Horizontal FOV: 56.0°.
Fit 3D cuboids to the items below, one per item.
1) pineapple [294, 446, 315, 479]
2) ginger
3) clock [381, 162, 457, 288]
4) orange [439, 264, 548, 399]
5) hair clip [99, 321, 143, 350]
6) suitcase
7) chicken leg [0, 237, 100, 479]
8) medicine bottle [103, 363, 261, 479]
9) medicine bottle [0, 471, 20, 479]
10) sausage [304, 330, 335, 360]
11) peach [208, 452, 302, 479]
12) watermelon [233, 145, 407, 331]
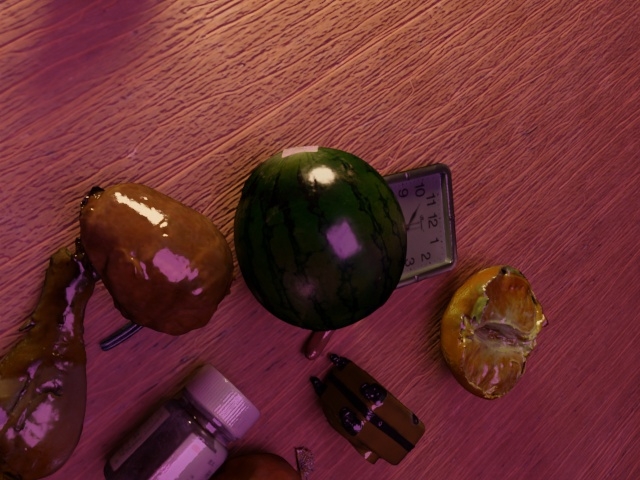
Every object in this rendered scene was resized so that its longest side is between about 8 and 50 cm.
[{"bbox_3d":[-0.034,0.513,1.393,0.045,0.019,0.083,-10,101,-27],"label":"pineapple"},{"bbox_3d":[-0.256,0.030,0.998,0.223,0.200,0.269,-3,129,0],"label":"ginger"},{"bbox_3d":[0.203,-0.031,1.430,0.279,0.049,0.273,-15,107,-29],"label":"clock"},{"bbox_3d":[0.419,0.220,1.522,0.263,0.196,0.334,14,95,-47],"label":"orange"},{"bbox_3d":[-0.308,0.106,1.142,0.083,0.048,0.275,45,76,-33],"label":"hair clip"},{"bbox_3d":[0.101,0.388,1.355,0.143,0.194,0.235,-49,119,-7],"label":"suitcase"},{"bbox_3d":[-0.454,0.197,1.024,0.201,0.153,0.429,21,79,-45],"label":"chicken leg"},{"bbox_3d":[-0.258,0.384,1.148,0.273,0.165,0.165,-45,118,-17],"label":"medicine bottle"},{"bbox_3d":[-0.558,0.450,0.988,0.143,0.143,0.258,-46,118,-17],"label":"medicine bottle"},{"bbox_3d":[0.024,0.191,1.360,0.043,0.043,0.186,46,73,-29],"label":"sausage"},{"bbox_3d":[-0.139,0.545,1.241,0.235,0.214,0.214,-37,116,-41],"label":"peach"},{"bbox_3d":[0.000,0.000,1.142,0.363,0.363,0.363,-6,101,-31],"label":"watermelon"}]
